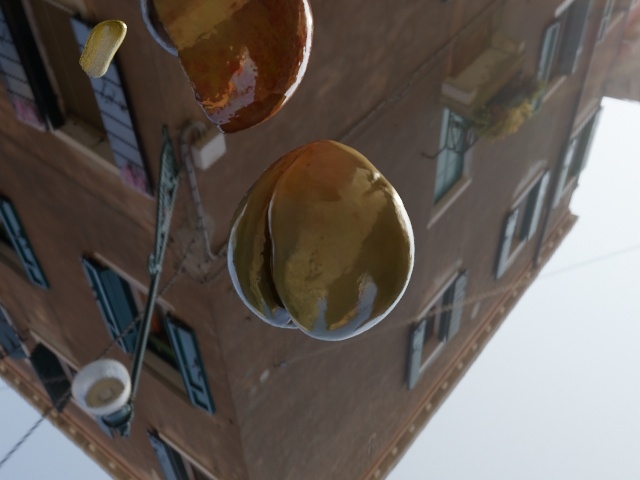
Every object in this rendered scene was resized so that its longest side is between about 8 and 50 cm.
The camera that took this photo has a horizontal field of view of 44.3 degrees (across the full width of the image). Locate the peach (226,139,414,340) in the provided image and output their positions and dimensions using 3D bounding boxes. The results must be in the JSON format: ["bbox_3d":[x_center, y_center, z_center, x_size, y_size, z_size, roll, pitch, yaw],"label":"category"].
[{"bbox_3d":[-0.001,0.000,1.159,0.247,0.292,0.292,21,-144,-36],"label":"peach"}]

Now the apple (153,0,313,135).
[{"bbox_3d":[-0.095,-0.286,0.978,0.163,0.251,0.293,-20,-125,7],"label":"apple"}]

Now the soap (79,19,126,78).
[{"bbox_3d":[-0.500,-0.436,1.788,0.089,0.168,0.033,-8,-120,-47],"label":"soap"}]

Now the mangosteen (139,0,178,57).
[{"bbox_3d":[-0.246,-0.564,1.743,0.306,0.359,0.306,6,-148,-4],"label":"mangosteen"}]
